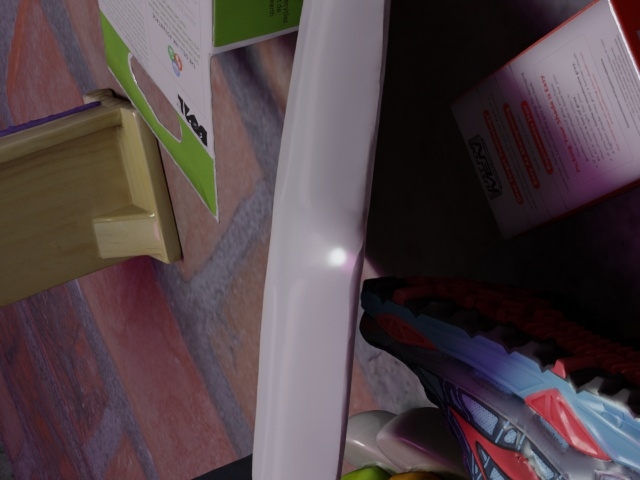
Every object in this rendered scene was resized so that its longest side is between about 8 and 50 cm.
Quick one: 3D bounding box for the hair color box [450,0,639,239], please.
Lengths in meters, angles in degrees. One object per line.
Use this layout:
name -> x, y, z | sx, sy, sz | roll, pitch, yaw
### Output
hair color box -> 0.113, -0.052, 0.584 | 0.072, 0.043, 0.141 | 69, 156, 4

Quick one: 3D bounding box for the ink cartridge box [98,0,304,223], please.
ink cartridge box -> -0.066, -0.171, 0.832 | 0.189, 0.097, 0.255 | 51, 152, 38

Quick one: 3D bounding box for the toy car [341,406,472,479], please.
toy car -> 0.051, 0.194, 0.830 | 0.136, 0.159, 0.182 | 36, 161, -13

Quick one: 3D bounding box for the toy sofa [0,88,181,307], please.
toy sofa -> -0.320, -0.010, 1.195 | 0.177, 0.362, 0.150 | 21, 128, 55

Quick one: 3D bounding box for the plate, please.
plate -> 0.000, 0.000, 0.697 | 0.278, 0.045, 0.277 | 96, -179, -46

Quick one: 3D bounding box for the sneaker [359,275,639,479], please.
sneaker -> 0.088, 0.093, 0.629 | 0.262, 0.104, 0.125 | 29, 110, 58

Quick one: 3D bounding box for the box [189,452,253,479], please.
box -> -0.072, 0.360, 0.985 | 0.343, 0.312, 0.179 | 51, 150, 40
